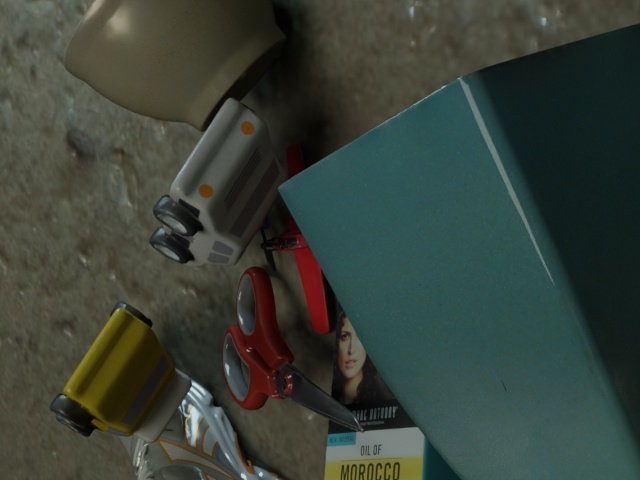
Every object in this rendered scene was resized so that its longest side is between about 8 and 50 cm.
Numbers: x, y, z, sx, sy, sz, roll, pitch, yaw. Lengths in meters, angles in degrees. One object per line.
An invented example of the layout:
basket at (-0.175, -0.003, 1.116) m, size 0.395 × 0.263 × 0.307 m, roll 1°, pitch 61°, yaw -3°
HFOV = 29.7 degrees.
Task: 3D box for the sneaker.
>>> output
sneaker at (-0.123, 0.203, 1.022) m, size 0.262 × 0.121 × 0.099 m, roll 35°, pitch 124°, yaw 40°

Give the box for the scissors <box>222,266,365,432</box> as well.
scissors at (-0.025, 0.110, 0.885) m, size 0.297 × 0.021 × 0.109 m, roll -133°, pitch 54°, yaw -62°

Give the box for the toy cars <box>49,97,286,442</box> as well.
toy cars at (-0.111, 0.047, 0.950) m, size 0.087 × 0.176 × 0.393 m, roll 31°, pitch 123°, yaw -1°

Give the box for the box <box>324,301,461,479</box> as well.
box at (0.055, 0.148, 0.785) m, size 0.100 × 0.060 × 0.244 m, roll -16°, pitch 64°, yaw 49°

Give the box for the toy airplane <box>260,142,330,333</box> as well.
toy airplane at (0.000, 0.000, 0.906) m, size 0.151 × 0.028 × 0.151 m, roll 13°, pitch 107°, yaw 47°

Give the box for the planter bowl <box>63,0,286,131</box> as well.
planter bowl at (-0.095, -0.150, 0.899) m, size 0.109 × 0.162 × 0.162 m, roll 43°, pitch 133°, yaw 1°

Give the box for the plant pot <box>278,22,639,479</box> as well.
plant pot at (0.126, 0.029, 0.678) m, size 0.165 × 0.166 × 0.234 m, roll -27°, pitch 86°, yaw 48°
